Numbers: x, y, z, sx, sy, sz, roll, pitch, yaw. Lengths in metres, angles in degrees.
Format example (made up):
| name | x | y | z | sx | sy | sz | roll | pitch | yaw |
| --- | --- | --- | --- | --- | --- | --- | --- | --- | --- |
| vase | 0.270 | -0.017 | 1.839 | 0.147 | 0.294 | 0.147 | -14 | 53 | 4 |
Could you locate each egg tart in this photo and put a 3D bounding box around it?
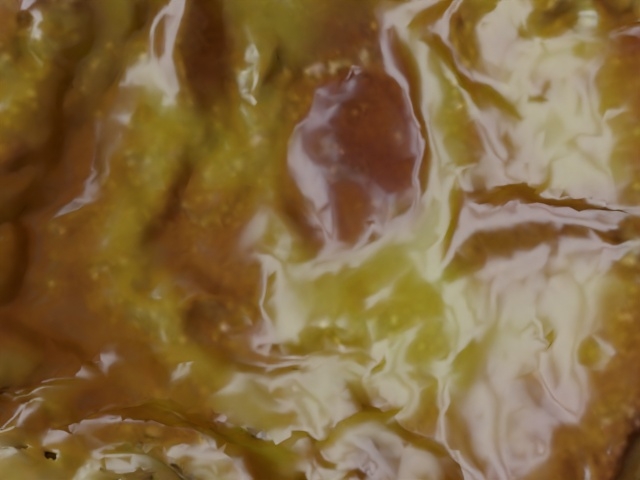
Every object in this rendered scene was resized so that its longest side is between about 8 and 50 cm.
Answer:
| name | x | y | z | sx | sy | sz | roll | pitch | yaw |
| --- | --- | --- | --- | --- | --- | --- | --- | --- | --- |
| egg tart | 0.000 | 0.000 | 0.593 | 0.295 | 0.295 | 0.116 | -59 | -19 | -4 |
